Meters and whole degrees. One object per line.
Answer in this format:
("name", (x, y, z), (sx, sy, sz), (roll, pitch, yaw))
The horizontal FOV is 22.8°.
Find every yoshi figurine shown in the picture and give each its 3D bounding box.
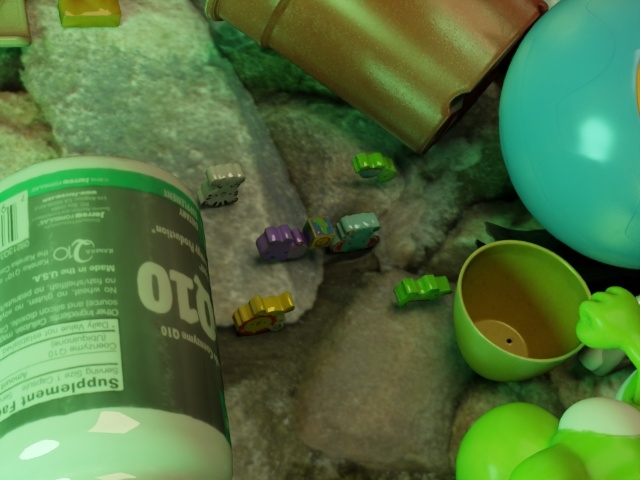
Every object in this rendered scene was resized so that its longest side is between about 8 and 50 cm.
("yoshi figurine", (0.255, 0.166, 1.406), (0.362, 0.203, 0.203), (-20, 69, -42))

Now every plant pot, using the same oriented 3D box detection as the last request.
("plant pot", (0.181, 0.081, 1.510), (0.134, 0.095, 0.134), (8, 54, -11))
("plant pot", (0.070, -0.245, 1.625), (0.265, 0.272, 0.272), (42, 53, 4))

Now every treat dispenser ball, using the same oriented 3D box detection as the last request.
("treat dispenser ball", (0.316, -0.115, 1.532), (0.288, 0.288, 0.288), (9, 53, -12))

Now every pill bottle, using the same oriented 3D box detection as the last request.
("pill bottle", (-0.180, 0.127, 1.295), (0.204, 0.204, 0.361), (1, 56, -17))

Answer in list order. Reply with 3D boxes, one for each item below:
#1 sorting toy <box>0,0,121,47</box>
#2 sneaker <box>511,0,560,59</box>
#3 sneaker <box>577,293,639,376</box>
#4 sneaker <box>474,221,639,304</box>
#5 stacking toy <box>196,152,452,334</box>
("sorting toy", (-0.368, -0.288, 1.639), (0.307, 0.041, 0.229), (-3, 57, -20))
("sneaker", (0.253, -0.227, 1.760), (0.150, 0.135, 0.366), (-31, 70, -4))
("sneaker", (0.385, 0.086, 1.567), (0.281, 0.105, 0.115), (-18, 74, -22))
("sneaker", (0.245, 0.021, 1.599), (0.170, 0.051, 0.089), (-2, 47, -28))
("stacking toy", (0.000, 0.000, 1.545), (0.221, 0.052, 0.167), (-7, 59, -24))
